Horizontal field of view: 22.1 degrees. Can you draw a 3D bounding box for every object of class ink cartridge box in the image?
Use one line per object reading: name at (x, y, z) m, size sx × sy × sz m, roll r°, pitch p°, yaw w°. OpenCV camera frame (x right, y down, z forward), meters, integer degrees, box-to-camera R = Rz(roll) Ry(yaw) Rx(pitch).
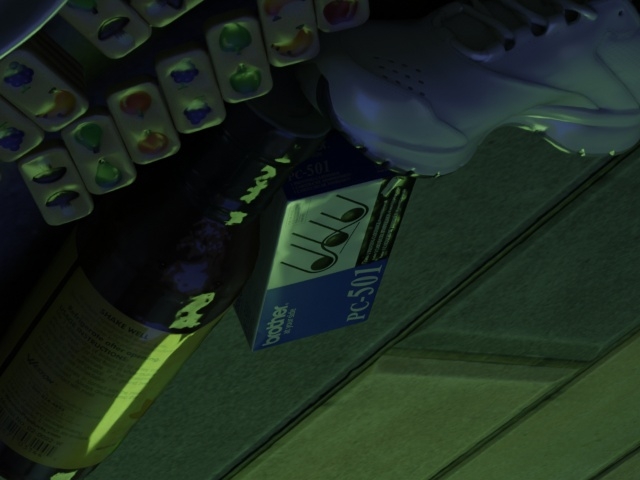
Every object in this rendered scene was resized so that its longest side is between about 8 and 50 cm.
ink cartridge box at (0.000, 0.000, 1.146) m, size 0.097 × 0.046 × 0.207 m, roll -14°, pitch 152°, yaw -18°

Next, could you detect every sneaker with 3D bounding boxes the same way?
sneaker at (0.110, -0.119, 0.972) m, size 0.297 × 0.111 × 0.129 m, roll -11°, pitch 147°, yaw -40°

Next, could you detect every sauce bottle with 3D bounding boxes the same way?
sauce bottle at (-0.110, 0.025, 1.020) m, size 0.111 × 0.111 × 0.344 m, roll 1°, pitch 142°, yaw -42°

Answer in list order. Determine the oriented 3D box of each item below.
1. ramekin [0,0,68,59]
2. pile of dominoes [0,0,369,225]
ramekin at (-0.178, -0.147, 0.552) m, size 0.207 × 0.109 × 0.207 m, roll -17°, pitch 147°, yaw -11°
pile of dominoes at (-0.097, -0.104, 0.819) m, size 0.251 × 0.040 × 0.196 m, roll -32°, pitch 137°, yaw 15°
